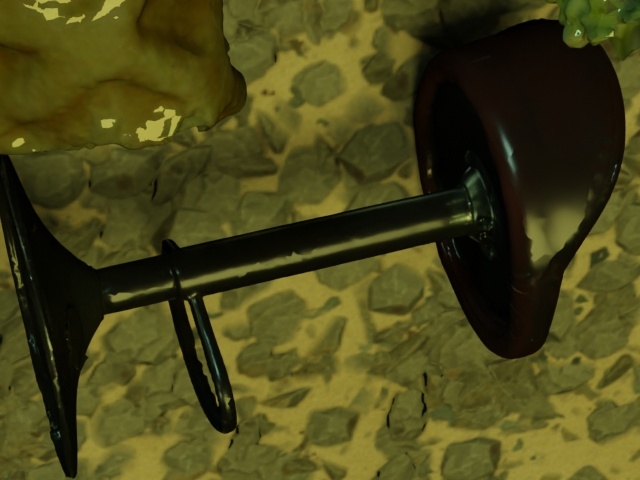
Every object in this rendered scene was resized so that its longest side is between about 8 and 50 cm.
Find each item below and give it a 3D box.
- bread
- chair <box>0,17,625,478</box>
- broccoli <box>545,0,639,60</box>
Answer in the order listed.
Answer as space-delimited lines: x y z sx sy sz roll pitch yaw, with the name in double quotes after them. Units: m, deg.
-0.170 -0.184 1.021 0.238 0.196 0.252 -1 134 7 "bread"
0.000 0.000 1.210 0.401 0.226 0.226 -14 128 -11 "chair"
0.228 -0.222 1.113 0.348 0.281 0.293 -58 145 -27 "broccoli"
